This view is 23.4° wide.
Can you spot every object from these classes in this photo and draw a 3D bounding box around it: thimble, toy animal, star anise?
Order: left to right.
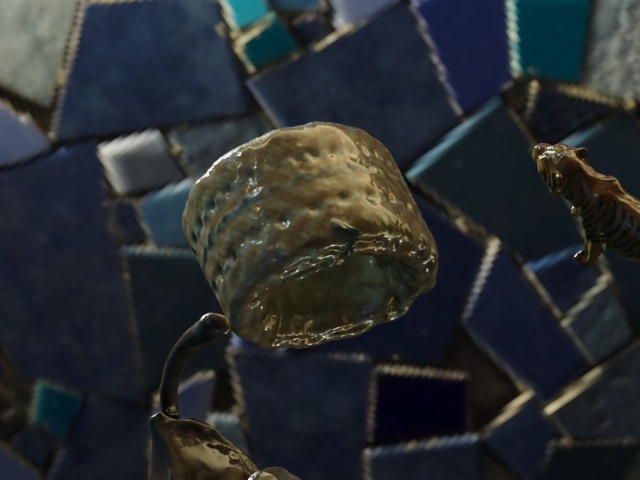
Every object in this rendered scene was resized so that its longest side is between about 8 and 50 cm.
[{"bbox_3d":[-0.052,0.264,1.283,0.316,0.139,0.359,47,137,18],"label":"star anise"},{"bbox_3d":[-0.007,0.002,1.439,0.229,0.196,0.148,24,-144,-54],"label":"thimble"},{"bbox_3d":[0.284,0.001,1.410,0.241,0.057,0.099,39,159,12],"label":"toy animal"}]
